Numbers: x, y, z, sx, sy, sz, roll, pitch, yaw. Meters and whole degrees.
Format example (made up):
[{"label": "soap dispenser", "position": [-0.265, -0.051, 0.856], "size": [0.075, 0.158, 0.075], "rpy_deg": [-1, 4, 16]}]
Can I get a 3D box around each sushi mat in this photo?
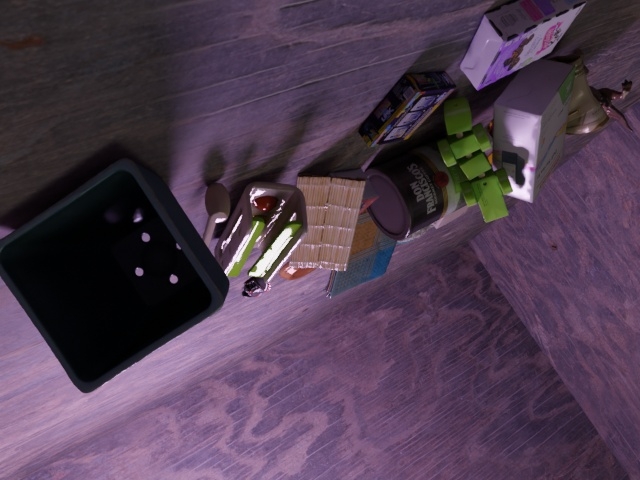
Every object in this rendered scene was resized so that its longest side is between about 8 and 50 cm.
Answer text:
[{"label": "sushi mat", "position": [0.010, -0.035, 1.373], "size": [0.152, 0.019, 0.316], "rpy_deg": [6, 137, -3]}]

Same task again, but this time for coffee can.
[{"label": "coffee can", "position": [0.275, -0.147, 1.521], "size": [0.275, 0.201, 0.201], "rpy_deg": [-27, 165, -22]}]

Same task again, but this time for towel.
[{"label": "towel", "position": [0.151, -0.006, 1.791], "size": [0.272, 0.040, 0.370], "rpy_deg": [-18, 136, -38]}]

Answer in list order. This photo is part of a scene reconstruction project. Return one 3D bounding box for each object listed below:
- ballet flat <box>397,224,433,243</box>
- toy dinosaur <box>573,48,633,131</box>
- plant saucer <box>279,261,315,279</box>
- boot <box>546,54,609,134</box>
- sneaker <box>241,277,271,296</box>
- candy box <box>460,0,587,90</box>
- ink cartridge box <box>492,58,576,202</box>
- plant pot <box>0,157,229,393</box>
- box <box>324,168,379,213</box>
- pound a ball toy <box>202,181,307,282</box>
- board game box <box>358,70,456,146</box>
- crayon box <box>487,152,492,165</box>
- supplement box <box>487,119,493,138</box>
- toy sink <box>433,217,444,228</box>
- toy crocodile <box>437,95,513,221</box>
[{"label": "ballet flat", "position": [0.344, -0.101, 2.051], "size": [0.409, 0.147, 0.147], "rpy_deg": [-20, 163, -48]}, {"label": "toy dinosaur", "position": [0.718, -0.385, 1.607], "size": [0.127, 0.296, 0.200], "rpy_deg": [-59, 176, -19]}, {"label": "plant saucer", "position": [-0.046, 0.078, 1.963], "size": [0.200, 0.037, 0.200], "rpy_deg": [-30, 167, -8]}, {"label": "boot", "position": [0.593, -0.370, 1.515], "size": [0.095, 0.203, 0.262], "rpy_deg": [-44, -157, -20]}, {"label": "sneaker", "position": [-0.205, 0.146, 1.822], "size": [0.065, 0.061, 0.158], "rpy_deg": [-15, 159, -32]}, {"label": "candy box", "position": [0.394, -0.405, 1.144], "size": [0.196, 0.070, 0.165], "rpy_deg": [-28, 166, -11]}, {"label": "ink cartridge box", "position": [0.526, -0.245, 1.454], "size": [0.207, 0.119, 0.353], "rpy_deg": [-50, 146, -26]}, {"label": "plant pot", "position": [-0.293, 0.044, 0.922], "size": [0.247, 0.247, 0.252], "rpy_deg": [-33, -178, 4]}, {"label": "box", "position": [0.035, -0.089, 1.440], "size": [0.130, 0.091, 0.170], "rpy_deg": [-15, 159, -48]}, {"label": "pound a ball toy", "position": [-0.165, -0.030, 1.212], "size": [0.208, 0.135, 0.319], "rpy_deg": [3, 152, -22]}, {"label": "board game box", "position": [0.178, -0.272, 1.200], "size": [0.141, 0.048, 0.170], "rpy_deg": [-21, 162, -44]}, {"label": "crayon box", "position": [0.693, -0.287, 2.171], "size": [0.319, 0.081, 0.202], "rpy_deg": [-25, 165, -27]}, {"label": "supplement box", "position": [0.594, -0.292, 1.717], "size": [0.104, 0.188, 0.081], "rpy_deg": [-32, 166, 3]}, {"label": "toy sink", "position": [0.396, -0.156, 1.849], "size": [0.131, 0.152, 0.234], "rpy_deg": [-29, 167, -8]}, {"label": "toy crocodile", "position": [0.372, -0.184, 1.396], "size": [0.115, 0.340, 0.105], "rpy_deg": [-24, -150, 20]}]
